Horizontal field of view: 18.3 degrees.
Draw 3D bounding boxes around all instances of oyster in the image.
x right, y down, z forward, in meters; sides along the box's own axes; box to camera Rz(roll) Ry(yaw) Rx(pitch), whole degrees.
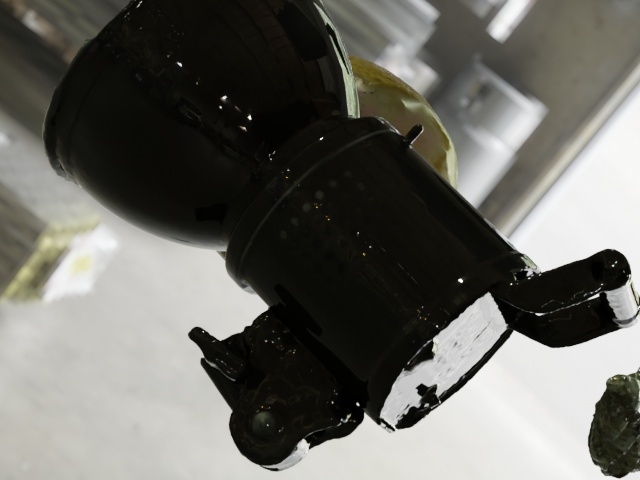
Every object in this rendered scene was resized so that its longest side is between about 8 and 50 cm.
[{"bbox_3d":[0.218,0.120,1.340,0.037,0.098,0.100,20,28,32],"label":"oyster"}]

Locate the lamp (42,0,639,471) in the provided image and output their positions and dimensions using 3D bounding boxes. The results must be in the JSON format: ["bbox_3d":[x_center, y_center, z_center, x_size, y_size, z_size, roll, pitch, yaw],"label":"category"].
[{"bbox_3d":[0.000,0.000,0.858,0.227,0.172,0.147,47,-2,20],"label":"lamp"}]

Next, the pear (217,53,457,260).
[{"bbox_3d":[-0.002,-0.037,1.264,0.178,0.178,0.178,36,16,-12],"label":"pear"}]
